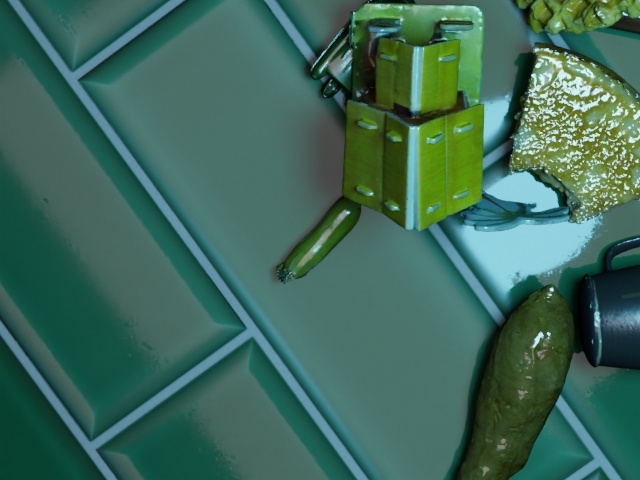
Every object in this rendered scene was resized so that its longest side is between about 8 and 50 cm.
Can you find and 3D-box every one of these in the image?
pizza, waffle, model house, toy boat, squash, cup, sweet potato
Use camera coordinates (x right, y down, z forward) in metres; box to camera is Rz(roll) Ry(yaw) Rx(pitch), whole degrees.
[{"bbox_3d":[0.411,-0.154,1.874,0.323,0.089,0.223,38,103,-6],"label":"pizza"},{"bbox_3d":[0.403,-0.454,1.775,0.068,0.325,0.302,10,82,-39],"label":"waffle"},{"bbox_3d":[0.198,-0.165,1.733,0.340,0.323,0.300,2,111,5],"label":"model house"},{"bbox_3d":[0.075,-0.306,1.895,0.104,0.052,0.210,38,93,-16],"label":"toy boat"},{"bbox_3d":[0.000,0.000,1.912,0.052,0.052,0.183,43,91,-1],"label":"squash"},{"bbox_3d":[0.488,0.098,1.865,0.176,0.169,0.223,-6,58,9],"label":"cup"},{"bbox_3d":[0.296,0.265,1.884,0.130,0.130,0.423,22,98,0],"label":"sweet potato"}]

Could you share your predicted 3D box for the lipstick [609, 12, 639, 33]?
[{"bbox_3d":[0.534,-0.345,1.879,0.356,0.057,0.057,12,93,0],"label":"lipstick"}]
